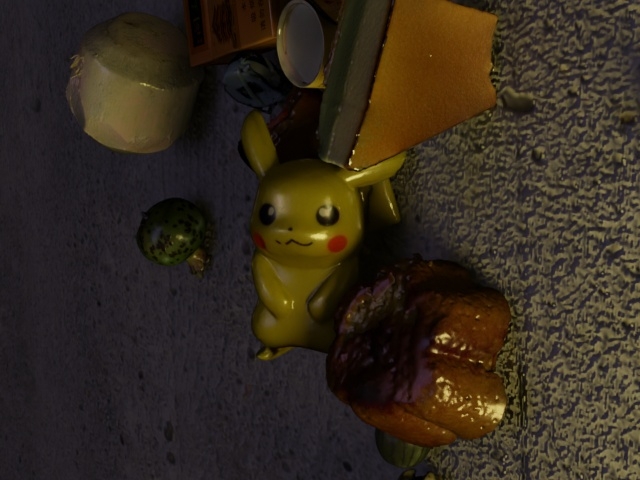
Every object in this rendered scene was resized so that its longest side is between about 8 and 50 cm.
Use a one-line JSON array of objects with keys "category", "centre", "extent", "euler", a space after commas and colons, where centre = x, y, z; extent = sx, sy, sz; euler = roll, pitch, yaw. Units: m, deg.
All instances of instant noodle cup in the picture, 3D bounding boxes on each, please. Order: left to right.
[{"category": "instant noodle cup", "centre": [0.021, -0.258, 1.781], "extent": [0.151, 0.122, 0.151], "euler": [25, 120, 55]}]

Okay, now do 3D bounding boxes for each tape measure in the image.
[{"category": "tape measure", "centre": [-0.094, -0.232, 2.009], "extent": [0.091, 0.094, 0.054], "euler": [-41, 24, 57]}]

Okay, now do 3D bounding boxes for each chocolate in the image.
[{"category": "chocolate", "centre": [-0.039, -0.152, 1.902], "extent": [0.133, 0.127, 0.124], "euler": [-50, 39, 35]}]

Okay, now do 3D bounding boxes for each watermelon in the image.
[{"category": "watermelon", "centre": [0.110, 0.245, 1.779], "extent": [0.078, 0.078, 0.110], "euler": [23, 110, 55]}]

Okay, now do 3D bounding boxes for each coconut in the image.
[{"category": "coconut", "centre": [-0.304, -0.241, 2.239], "extent": [0.224, 0.224, 0.234], "euler": [55, 127, 38]}]

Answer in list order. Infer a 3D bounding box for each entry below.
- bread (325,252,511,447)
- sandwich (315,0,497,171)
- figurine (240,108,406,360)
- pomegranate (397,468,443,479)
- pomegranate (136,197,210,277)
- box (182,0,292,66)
[{"category": "bread", "centre": [0.116, 0.130, 1.679], "extent": [0.247, 0.135, 0.232], "euler": [-9, 69, 48]}, {"category": "sandwich", "centre": [0.105, -0.177, 1.598], "extent": [0.108, 0.186, 0.220], "euler": [22, 98, 56]}, {"category": "figurine", "centre": [0.000, 0.007, 1.796], "extent": [0.169, 0.218, 0.326], "euler": [-67, -22, -59]}, {"category": "pomegranate", "centre": [0.115, 0.410, 1.749], "extent": [0.179, 0.210, 0.179], "euler": [43, 165, 14]}, {"category": "pomegranate", "centre": [-0.235, 0.000, 2.287], "extent": [0.161, 0.122, 0.122], "euler": [50, 156, -20]}, {"category": "box", "centre": [-0.114, -0.361, 2.027], "extent": [0.274, 0.076, 0.174], "euler": [-4, 91, 59]}]
